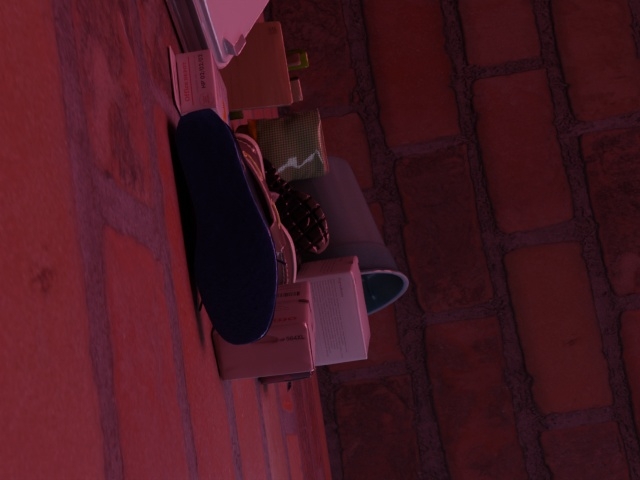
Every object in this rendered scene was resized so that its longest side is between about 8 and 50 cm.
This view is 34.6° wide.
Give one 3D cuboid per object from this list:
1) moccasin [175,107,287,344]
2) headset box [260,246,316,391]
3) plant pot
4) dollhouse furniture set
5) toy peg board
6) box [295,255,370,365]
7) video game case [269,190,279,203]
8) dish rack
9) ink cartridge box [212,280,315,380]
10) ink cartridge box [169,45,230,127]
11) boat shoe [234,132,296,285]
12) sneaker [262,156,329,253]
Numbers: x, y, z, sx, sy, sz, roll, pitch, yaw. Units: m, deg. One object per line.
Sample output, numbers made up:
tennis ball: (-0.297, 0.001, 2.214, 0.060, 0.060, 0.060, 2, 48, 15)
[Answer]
moccasin: (-0.125, -0.021, 1.492, 0.117, 0.137, 0.342, 107, -25, -85)
headset box: (-0.080, 0.164, 2.128, 0.218, 0.110, 0.293, -25, 105, -87)
plant pot: (0.000, 0.000, 2.442, 0.341, 0.341, 0.334, 75, -1, -68)
dollhouse furniture set: (-0.097, -0.244, 2.236, 0.151, 0.197, 0.302, -97, 176, -68)
toy peg board: (-0.149, -0.319, 1.940, 0.079, 0.160, 0.161, 154, -72, -76)
box: (0.026, 0.137, 2.042, 0.181, 0.119, 0.182, -60, 141, -80)
video game case: (-0.126, -0.044, 2.038, 0.119, 0.015, 0.166, -60, 177, 4)
dish rack: (-0.137, -0.466, 1.718, 0.285, 0.072, 0.333, 74, 37, -55)
ink cartridge box: (-0.085, 0.142, 1.641, 0.203, 0.148, 0.086, -88, 170, -74)
ink cartridge box: (-0.188, -0.230, 1.630, 0.181, 0.061, 0.104, 72, 9, -72)
boat shoe: (-0.124, -0.029, 1.857, 0.097, 0.116, 0.324, -76, 154, -72)
sneaker: (-0.081, -0.076, 2.220, 0.267, 0.101, 0.106, 49, -19, 5)
